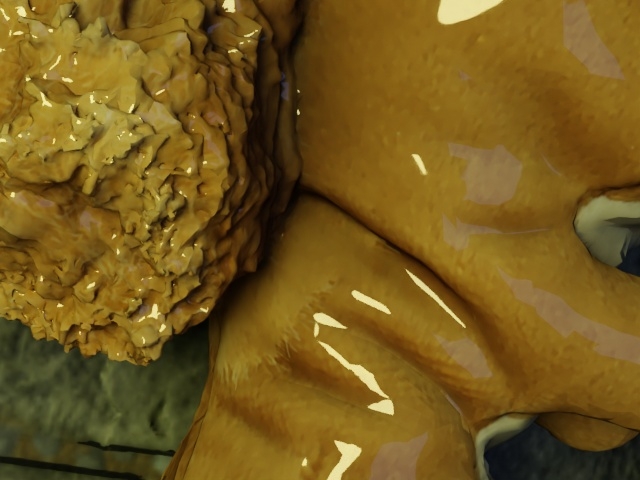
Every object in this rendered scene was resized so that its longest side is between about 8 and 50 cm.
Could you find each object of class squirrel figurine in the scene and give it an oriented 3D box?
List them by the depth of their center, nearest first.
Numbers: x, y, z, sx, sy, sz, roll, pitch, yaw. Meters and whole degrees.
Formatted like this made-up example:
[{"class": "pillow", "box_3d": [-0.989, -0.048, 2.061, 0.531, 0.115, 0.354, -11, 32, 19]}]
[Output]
[{"class": "squirrel figurine", "box_3d": [0.000, 0.000, 0.765, 0.397, 0.281, 0.370, 32, 88, -19]}]
